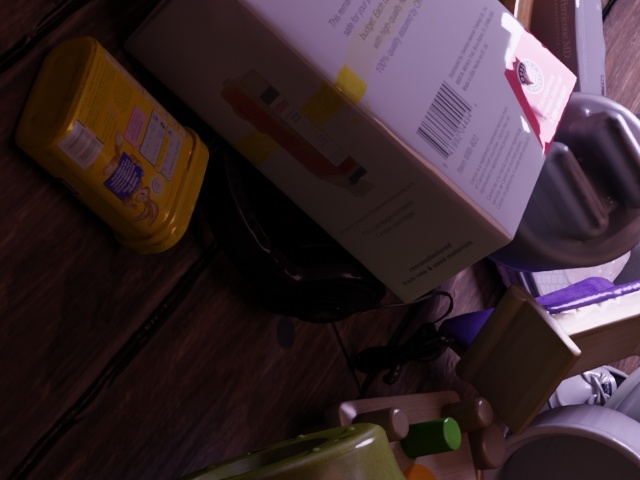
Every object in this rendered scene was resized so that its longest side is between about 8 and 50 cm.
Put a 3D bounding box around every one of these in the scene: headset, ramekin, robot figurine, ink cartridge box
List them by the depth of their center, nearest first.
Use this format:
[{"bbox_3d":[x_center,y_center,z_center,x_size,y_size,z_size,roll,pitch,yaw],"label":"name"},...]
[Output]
[{"bbox_3d":[0.040,-0.175,1.501,0.384,0.160,0.279,42,46,-13],"label":"ink cartridge box"},{"bbox_3d":[0.000,0.000,1.612,0.394,0.185,0.243,45,44,-26],"label":"headset"},{"bbox_3d":[0.275,-0.064,1.809,0.300,0.353,0.200,-27,92,-11],"label":"robot figurine"},{"bbox_3d":[0.329,0.342,1.934,0.135,0.277,0.277,-32,113,-63],"label":"ramekin"}]

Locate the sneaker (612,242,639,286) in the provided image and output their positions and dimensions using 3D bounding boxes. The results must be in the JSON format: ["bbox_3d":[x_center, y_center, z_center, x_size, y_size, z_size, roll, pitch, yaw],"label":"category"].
[{"bbox_3d":[0.484,-0.037,2.376,0.169,0.108,0.293,-48,124,-46],"label":"sneaker"}]

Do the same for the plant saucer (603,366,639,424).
[{"bbox_3d":[0.468,0.288,2.217,0.400,0.100,0.400,-39,149,-28],"label":"plant saucer"}]

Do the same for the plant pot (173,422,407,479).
[{"bbox_3d":[-0.006,0.361,1.356,0.366,0.366,0.353,-16,88,-58],"label":"plant pot"}]

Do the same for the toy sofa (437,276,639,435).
[{"bbox_3d":[0.331,0.096,1.910,0.362,0.150,0.177,-12,53,-43],"label":"toy sofa"}]

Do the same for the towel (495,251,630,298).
[{"bbox_3d":[0.323,-0.045,2.136,0.317,0.053,0.332,-48,120,-48],"label":"towel"}]

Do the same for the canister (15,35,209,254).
[{"bbox_3d":[-0.183,-0.084,1.349,0.170,0.073,0.126,46,49,-44],"label":"canister"}]

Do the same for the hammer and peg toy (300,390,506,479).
[{"bbox_3d":[0.138,0.302,1.707,0.361,0.127,0.266,5,72,-54],"label":"hammer and peg toy"}]

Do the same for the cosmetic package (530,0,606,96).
[{"bbox_3d":[0.220,-0.225,1.854,0.107,0.238,0.127,-6,90,-58],"label":"cosmetic package"}]

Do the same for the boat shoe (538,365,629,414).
[{"bbox_3d":[0.385,0.210,2.204,0.258,0.084,0.095,1,86,-58],"label":"boat shoe"}]

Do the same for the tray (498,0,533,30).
[{"bbox_3d":[0.150,-0.331,1.785,0.076,0.202,0.411,48,47,-58],"label":"tray"}]
